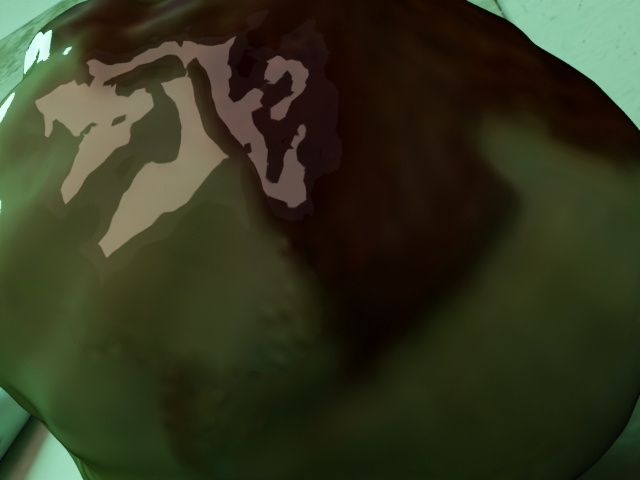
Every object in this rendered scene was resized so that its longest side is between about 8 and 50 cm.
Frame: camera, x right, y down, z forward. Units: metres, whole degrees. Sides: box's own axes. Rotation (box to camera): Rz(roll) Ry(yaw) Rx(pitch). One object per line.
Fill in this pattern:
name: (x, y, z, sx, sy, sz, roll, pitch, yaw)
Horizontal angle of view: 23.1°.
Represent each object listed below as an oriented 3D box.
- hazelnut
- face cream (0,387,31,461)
hazelnut: (-0.002, 0.011, 0.594, 0.261, 0.261, 0.241, -27, 34, 17)
face cream: (-0.254, 0.159, 0.859, 0.143, 0.089, 0.314, -22, 22, 28)
